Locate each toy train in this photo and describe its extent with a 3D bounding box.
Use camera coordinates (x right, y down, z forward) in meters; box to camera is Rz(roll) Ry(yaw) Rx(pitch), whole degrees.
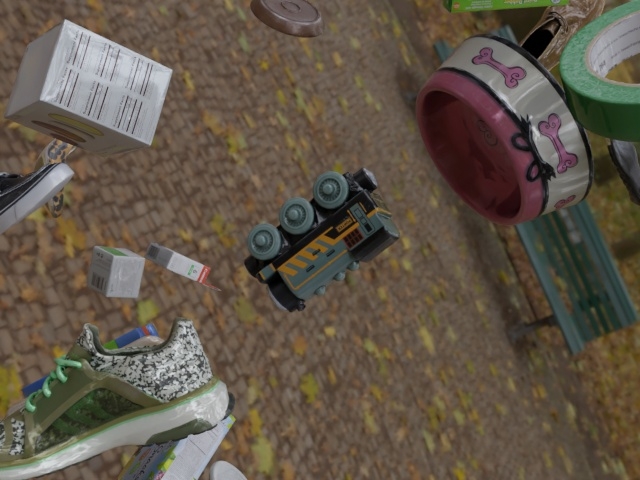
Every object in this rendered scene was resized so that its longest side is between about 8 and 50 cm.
[{"bbox_3d":[0.000,0.000,1.926,0.190,0.334,0.142,56,13,18],"label":"toy train"}]

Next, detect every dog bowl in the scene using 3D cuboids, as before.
[{"bbox_3d":[0.354,-0.206,1.919,0.408,0.150,0.408,51,-15,20],"label":"dog bowl"}]

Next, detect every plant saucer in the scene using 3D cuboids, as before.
[{"bbox_3d":[-0.067,-0.492,2.027,0.169,0.029,0.168,15,37,-12],"label":"plant saucer"}]

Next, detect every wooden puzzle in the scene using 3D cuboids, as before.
[{"bbox_3d":[-0.436,0.252,1.874,0.080,0.322,0.348,62,-2,6],"label":"wooden puzzle"}]

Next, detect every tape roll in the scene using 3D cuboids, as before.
[{"bbox_3d":[0.543,-0.281,1.484,0.321,0.321,0.077,-86,156,-50],"label":"tape roll"}]

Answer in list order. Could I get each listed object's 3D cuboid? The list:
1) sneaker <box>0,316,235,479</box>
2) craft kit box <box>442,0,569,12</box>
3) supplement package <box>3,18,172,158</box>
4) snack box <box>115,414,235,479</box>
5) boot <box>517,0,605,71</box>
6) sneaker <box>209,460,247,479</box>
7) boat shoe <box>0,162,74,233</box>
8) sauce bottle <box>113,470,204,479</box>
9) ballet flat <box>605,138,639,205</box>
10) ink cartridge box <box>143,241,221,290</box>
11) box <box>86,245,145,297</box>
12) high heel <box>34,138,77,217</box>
[{"bbox_3d":[-0.336,0.208,1.329,0.158,0.411,0.182,-158,-125,-78],"label":"sneaker"},{"bbox_3d":[0.365,-0.563,1.787,0.061,0.250,0.246,-113,-160,-57],"label":"craft kit box"},{"bbox_3d":[-0.404,-0.254,1.638,0.203,0.194,0.149,22,75,-32],"label":"supplement package"},{"bbox_3d":[-0.256,0.371,1.573,0.070,0.174,0.207,47,41,-14],"label":"snack box"},{"bbox_3d":[0.489,-0.431,1.941,0.112,0.305,0.115,40,-10,9],"label":"boot"},{"bbox_3d":[-0.207,0.601,2.031,0.104,0.147,0.295,-48,122,-49],"label":"sneaker"},{"bbox_3d":[-0.552,-0.069,1.613,0.102,0.301,0.108,56,29,-11],"label":"boat shoe"},{"bbox_3d":[-0.403,0.543,1.926,0.111,0.344,0.111,46,-21,23],"label":"sauce bottle"},{"bbox_3d":[0.563,-0.133,1.747,0.057,0.049,0.173,-40,111,-24],"label":"ballet flat"},{"bbox_3d":[-0.201,0.039,1.414,0.115,0.063,0.029,27,85,-45],"label":"ink cartridge box"},{"bbox_3d":[-0.478,0.074,2.205,0.087,0.101,0.101,7,99,-43],"label":"box"},{"bbox_3d":[-0.539,-0.182,2.098,0.186,0.093,0.261,-4,82,-37],"label":"high heel"}]
